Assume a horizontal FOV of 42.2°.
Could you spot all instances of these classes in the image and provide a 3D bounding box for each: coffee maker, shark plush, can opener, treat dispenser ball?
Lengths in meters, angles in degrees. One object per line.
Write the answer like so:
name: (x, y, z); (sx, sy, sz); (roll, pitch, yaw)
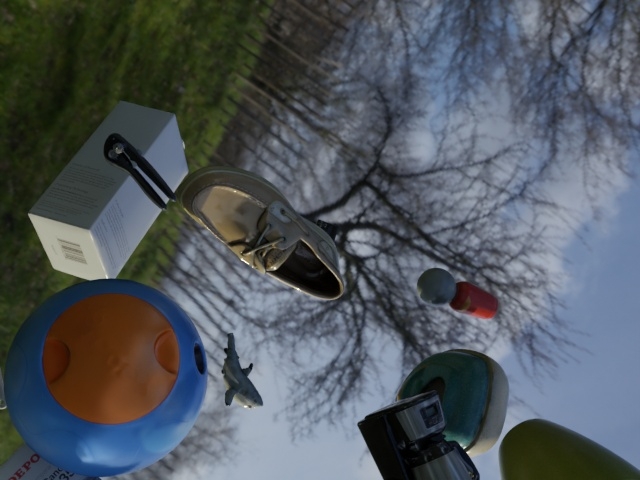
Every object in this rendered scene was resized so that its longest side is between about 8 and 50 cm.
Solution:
coffee maker: (0.127, 0.323, 1.192); (0.171, 0.178, 0.120); (-29, 167, 22)
shark plush: (-0.167, 0.274, 1.735); (0.067, 0.161, 0.073); (-14, 166, 11)
can opener: (-0.346, -0.134, 1.593); (0.059, 0.186, 0.073); (-50, 170, 9)
treat dispenser ball: (-0.311, 0.199, 1.220); (0.288, 0.288, 0.288); (-53, -167, 18)

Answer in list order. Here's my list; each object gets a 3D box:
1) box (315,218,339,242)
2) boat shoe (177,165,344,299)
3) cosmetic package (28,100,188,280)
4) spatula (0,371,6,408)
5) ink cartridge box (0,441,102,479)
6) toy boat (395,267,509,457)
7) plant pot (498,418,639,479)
box: (0.000, 0.000, 1.869); (0.083, 0.052, 0.062); (126, -16, -67)
boat shoe: (-0.080, -0.007, 1.351); (0.121, 0.341, 0.110); (-46, -140, 18)
cosmetic package: (-0.445, -0.109, 1.808); (0.196, 0.155, 0.365); (87, 23, -49)
spatula: (-0.596, 0.171, 1.346); (0.168, 0.241, 0.019); (-15, 169, -1)
ink cartridge box: (-0.401, 0.458, 1.257); (0.207, 0.283, 0.117); (-47, 178, -35)
toy boat: (0.207, 0.208, 1.395); (0.267, 0.148, 0.318); (-31, -139, 61)
plant pot: (0.450, 0.463, 1.517); (0.274, 0.275, 0.293); (-55, -158, 10)
